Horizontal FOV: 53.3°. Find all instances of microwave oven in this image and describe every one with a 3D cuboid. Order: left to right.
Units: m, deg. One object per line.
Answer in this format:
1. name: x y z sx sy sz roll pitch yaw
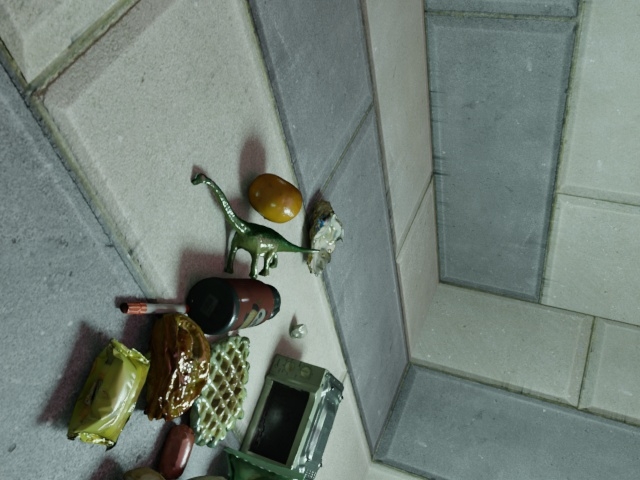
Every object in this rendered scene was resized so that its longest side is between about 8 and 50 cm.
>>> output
1. microwave oven: -0.076 0.603 2.146 0.355 0.218 0.286 -70 155 -20

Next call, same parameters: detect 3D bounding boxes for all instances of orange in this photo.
1. orange: -0.126 -0.113 1.758 0.124 0.156 0.156 -59 159 9

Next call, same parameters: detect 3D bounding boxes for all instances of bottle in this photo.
1. bottle: -0.212 0.165 1.710 0.336 0.143 0.144 4 97 -69

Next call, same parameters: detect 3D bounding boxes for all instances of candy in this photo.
1. candy: -0.210 0.838 1.892 0.172 0.262 0.398 42 61 -78

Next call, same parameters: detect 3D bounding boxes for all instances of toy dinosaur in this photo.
1. toy dinosaur: -0.162 -0.049 1.706 0.446 0.087 0.301 -10 116 -42

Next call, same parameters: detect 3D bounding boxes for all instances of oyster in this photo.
1. oyster: 0.000 0.000 2.204 0.223 0.083 0.214 -58 147 -28

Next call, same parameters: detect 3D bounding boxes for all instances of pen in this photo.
1. pen: -0.375 0.157 1.464 0.239 0.028 0.028 18 85 -68

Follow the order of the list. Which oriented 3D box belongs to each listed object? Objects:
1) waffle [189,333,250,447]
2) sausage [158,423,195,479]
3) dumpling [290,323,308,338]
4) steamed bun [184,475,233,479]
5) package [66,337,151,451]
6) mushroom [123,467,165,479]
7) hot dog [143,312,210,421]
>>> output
1. waffle: -0.278 0.416 1.779 0.291 0.056 0.310 -15 114 -66
2. sausage: -0.366 0.539 1.622 0.076 0.076 0.141 54 51 -61
3. dumpling: -0.074 0.321 2.222 0.057 0.076 0.052 -40 104 -29
4. steamed bun: -0.303 0.780 1.585 0.334 0.333 0.374 11 96 -67
5. package: -0.434 0.320 1.326 0.168 0.090 0.226 60 50 -62
6. mushroom: -0.480 0.664 1.343 0.407 0.137 0.154 -42 126 -45
7. hot dog: -0.335 0.300 1.493 0.175 0.114 0.259 -23 127 -59
